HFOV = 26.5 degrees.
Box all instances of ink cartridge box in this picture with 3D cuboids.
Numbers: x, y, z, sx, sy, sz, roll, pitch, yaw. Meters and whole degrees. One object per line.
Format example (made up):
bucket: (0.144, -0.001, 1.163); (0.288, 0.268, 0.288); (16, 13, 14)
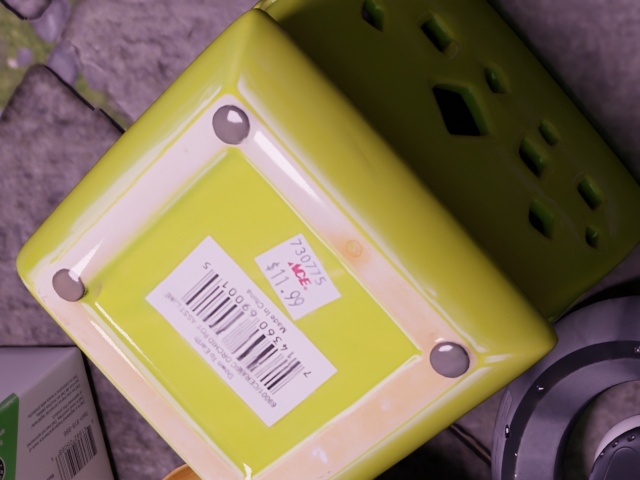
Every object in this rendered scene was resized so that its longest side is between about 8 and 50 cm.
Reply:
ink cartridge box: (-0.204, 0.193, 0.885); (0.086, 0.153, 0.208); (-2, 110, 25)

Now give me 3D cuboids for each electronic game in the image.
electronic game: (0.182, 0.141, 0.712); (0.229, 0.048, 0.229); (10, 104, 44)

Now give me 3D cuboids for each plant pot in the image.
plant pot: (0.000, 0.000, 0.680); (0.228, 0.207, 0.227); (48, 121, -3)

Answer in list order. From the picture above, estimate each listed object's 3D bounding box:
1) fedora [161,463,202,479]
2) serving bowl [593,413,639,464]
fedora: (-0.054, 0.237, 0.882); (0.194, 0.079, 0.194); (10, 116, 20)
serving bowl: (0.192, 0.139, 0.761); (0.083, 0.027, 0.083); (10, 116, 20)
